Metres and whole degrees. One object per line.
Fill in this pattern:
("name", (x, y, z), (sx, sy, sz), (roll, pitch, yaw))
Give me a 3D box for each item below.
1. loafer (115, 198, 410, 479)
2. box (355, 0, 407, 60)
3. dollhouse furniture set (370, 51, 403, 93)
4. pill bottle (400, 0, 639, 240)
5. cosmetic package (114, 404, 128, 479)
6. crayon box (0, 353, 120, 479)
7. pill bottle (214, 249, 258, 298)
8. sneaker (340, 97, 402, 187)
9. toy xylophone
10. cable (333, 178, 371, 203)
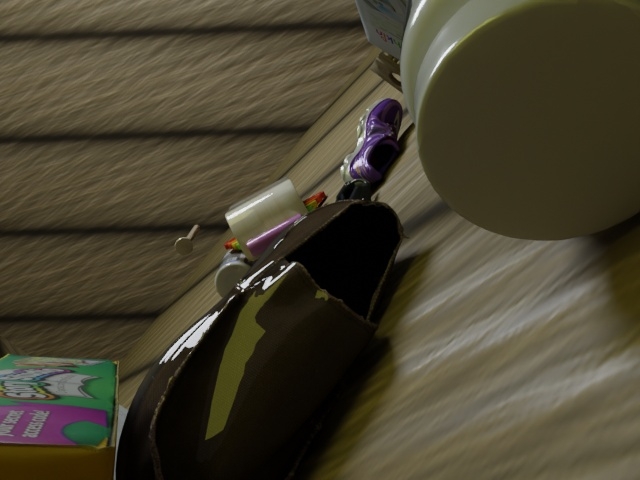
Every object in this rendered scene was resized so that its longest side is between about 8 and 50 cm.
("loafer", (-0.033, 0.076, 0.583), (0.130, 0.134, 0.365), (-42, 14, 46))
("box", (0.160, -0.356, 0.826), (0.262, 0.127, 0.231), (-54, -18, -3))
("dollhouse furniture set", (0.178, -0.311, 1.033), (0.181, 0.101, 0.161), (-54, 3, -10))
("pill bottle", (0.134, -0.134, 0.463), (0.161, 0.161, 0.283), (-46, 19, 34))
("cosmetic package", (-0.288, 0.331, 0.842), (0.224, 0.138, 0.225), (-53, 11, -3))
("crayon box", (-0.190, 0.241, 0.435), (0.363, 0.106, 0.312), (168, 111, -74))
("pill bottle", (-0.146, 0.055, 1.316), (0.078, 0.078, 0.137), (-50, 10, 14))
("sneaker", (0.091, -0.139, 1.031), (0.071, 0.068, 0.169), (-18, 42, 46))
("toy xylophone", (-0.111, -0.031, 1.214), (0.236, 0.081, 0.322), (-27, 8, 7))
("cable", (0.000, 0.000, 0.950), (0.150, 0.047, 0.184), (-43, 14, 41))
